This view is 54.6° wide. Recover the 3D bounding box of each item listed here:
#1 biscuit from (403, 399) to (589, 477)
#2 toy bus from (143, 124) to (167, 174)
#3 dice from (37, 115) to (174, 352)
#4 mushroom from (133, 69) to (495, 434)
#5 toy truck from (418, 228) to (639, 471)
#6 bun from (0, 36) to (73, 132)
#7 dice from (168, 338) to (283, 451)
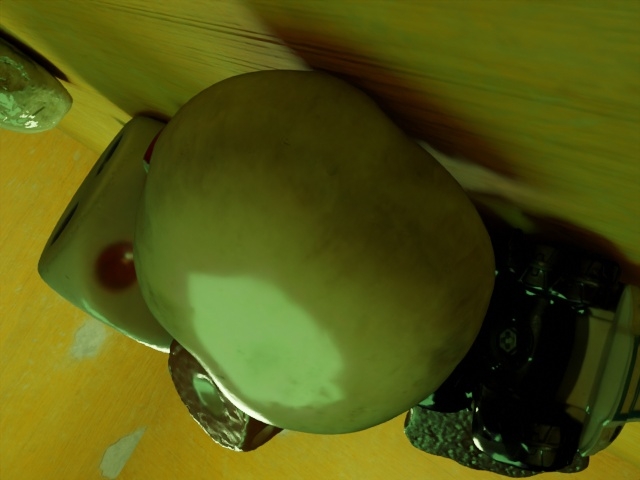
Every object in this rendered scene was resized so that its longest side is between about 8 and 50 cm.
[{"bbox_3d":[0.251,0.221,0.843,0.273,0.049,0.257,8,124,14],"label":"biscuit"},{"bbox_3d":[-0.107,-0.068,0.747,0.265,0.121,0.120,27,164,36],"label":"toy bus"},{"bbox_3d":[-0.270,-0.012,1.030,0.277,0.304,0.304,35,173,-23],"label":"dice"},{"bbox_3d":[0.000,0.000,0.460,0.254,0.234,0.260,14,125,12],"label":"mushroom"},{"bbox_3d":[0.173,0.077,0.510,0.177,0.161,0.213,11,-175,-34],"label":"toy truck"},{"bbox_3d":[-0.556,-0.274,1.083,0.220,0.134,0.220,34,176,2],"label":"bun"},{"bbox_3d":[-0.100,0.176,0.898,0.174,0.179,0.175,39,139,24],"label":"dice"}]
